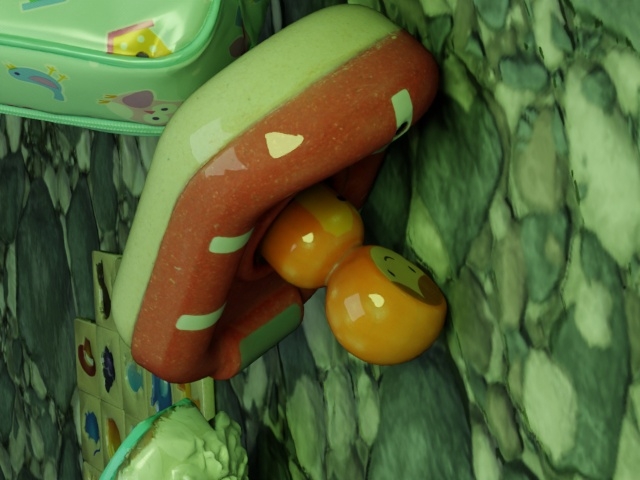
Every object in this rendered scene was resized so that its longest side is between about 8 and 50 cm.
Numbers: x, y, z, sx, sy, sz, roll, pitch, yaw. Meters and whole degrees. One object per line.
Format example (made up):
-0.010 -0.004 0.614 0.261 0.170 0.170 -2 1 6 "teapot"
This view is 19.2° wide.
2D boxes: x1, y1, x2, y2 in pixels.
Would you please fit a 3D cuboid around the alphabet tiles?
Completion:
-0.126 0.182 1.365 0.285 0.011 0.343 -172 78 -66 "alphabet tiles"

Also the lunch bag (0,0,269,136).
-0.126 -0.199 0.963 0.108 0.224 0.279 73 -154 -67 "lunch bag"

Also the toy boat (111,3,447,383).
0.000 0.000 0.930 0.151 0.151 0.231 41 140 16 "toy boat"

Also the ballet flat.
-0.096 0.264 1.193 0.409 0.147 0.147 112 145 -42 "ballet flat"
